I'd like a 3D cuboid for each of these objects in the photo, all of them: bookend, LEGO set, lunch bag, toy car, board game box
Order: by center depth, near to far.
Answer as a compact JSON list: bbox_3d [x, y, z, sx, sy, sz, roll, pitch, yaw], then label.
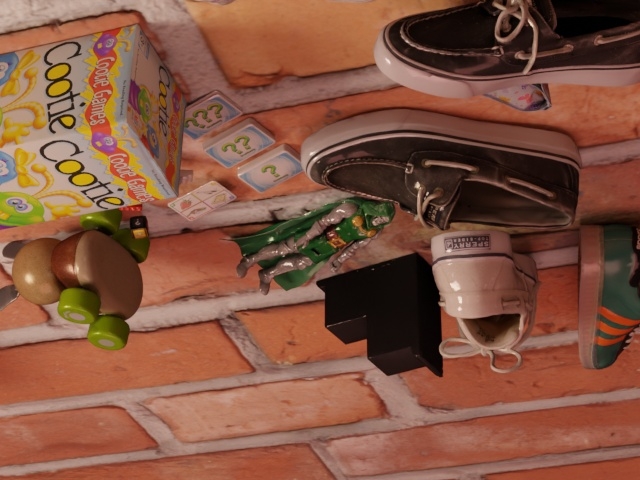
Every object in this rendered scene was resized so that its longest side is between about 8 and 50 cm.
[{"bbox_3d":[0.215,-0.183,1.755,0.083,0.071,0.053,22,139,-28],"label":"lunch bag"},{"bbox_3d":[-0.305,-0.118,1.791,0.275,0.144,0.142,-10,143,15],"label":"board game box"},{"bbox_3d":[-0.162,-0.069,1.944,0.244,0.060,0.182,-26,140,25],"label":"LEGO set"},{"bbox_3d":[-0.335,0.047,2.071,0.188,0.155,0.149,-3,150,24],"label":"toy car"},{"bbox_3d":[0.078,0.116,2.164,0.156,0.157,0.072,-17,144,25],"label":"bookend"}]

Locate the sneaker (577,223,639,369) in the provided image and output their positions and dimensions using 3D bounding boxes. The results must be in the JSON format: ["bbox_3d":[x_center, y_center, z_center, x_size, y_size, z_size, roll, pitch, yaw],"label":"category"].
[{"bbox_3d":[0.404,0.084,2.156,0.121,0.108,0.302,0,147,9],"label":"sneaker"}]

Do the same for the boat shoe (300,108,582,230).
[{"bbox_3d":[0.144,-0.073,1.889,0.335,0.119,0.121,1,149,-2],"label":"boat shoe"}]

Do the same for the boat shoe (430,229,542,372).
[{"bbox_3d":[0.212,0.091,2.032,0.136,0.156,0.367,-4,170,8],"label":"boat shoe"}]

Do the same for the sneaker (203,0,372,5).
[{"bbox_3d":[-0.064,-0.267,1.544,0.305,0.152,0.114,14,144,-24],"label":"sneaker"}]

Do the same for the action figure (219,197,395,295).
[{"bbox_3d":[0.000,0.000,2.072,0.232,0.063,0.137,-26,137,31],"label":"action figure"}]

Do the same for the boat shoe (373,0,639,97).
[{"bbox_3d":[0.210,-0.216,1.665,0.306,0.113,0.105,2,142,-8],"label":"boat shoe"}]
